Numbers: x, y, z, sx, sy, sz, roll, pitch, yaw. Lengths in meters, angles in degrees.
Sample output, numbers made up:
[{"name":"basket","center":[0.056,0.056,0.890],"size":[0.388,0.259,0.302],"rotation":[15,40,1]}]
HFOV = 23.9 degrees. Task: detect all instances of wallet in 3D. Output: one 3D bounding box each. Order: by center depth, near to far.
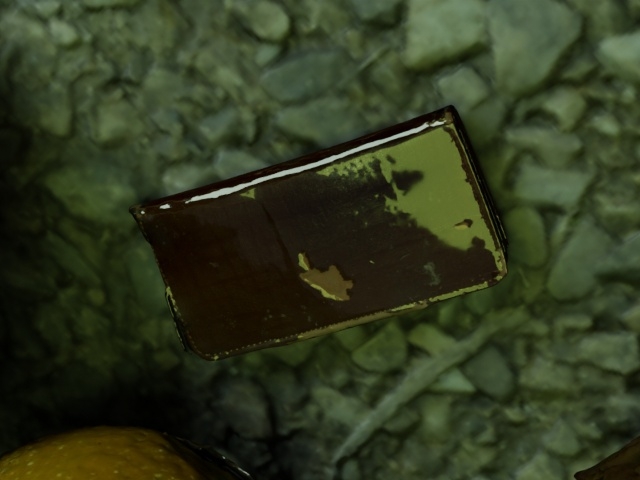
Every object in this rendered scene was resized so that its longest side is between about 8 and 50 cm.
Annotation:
[{"name":"wallet","center":[0.000,0.000,0.749],"size":[0.176,0.026,0.095],"rotation":[-18,104,20]}]

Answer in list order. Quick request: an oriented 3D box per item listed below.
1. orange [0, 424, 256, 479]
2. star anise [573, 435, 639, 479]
[{"name":"orange","center":[-0.111,0.229,0.753],"size":[0.274,0.274,0.274],"rotation":[5,116,11]},{"name":"star anise","center":[0.236,0.074,0.661],"size":[0.237,0.148,0.346],"rotation":[6,126,8]}]
